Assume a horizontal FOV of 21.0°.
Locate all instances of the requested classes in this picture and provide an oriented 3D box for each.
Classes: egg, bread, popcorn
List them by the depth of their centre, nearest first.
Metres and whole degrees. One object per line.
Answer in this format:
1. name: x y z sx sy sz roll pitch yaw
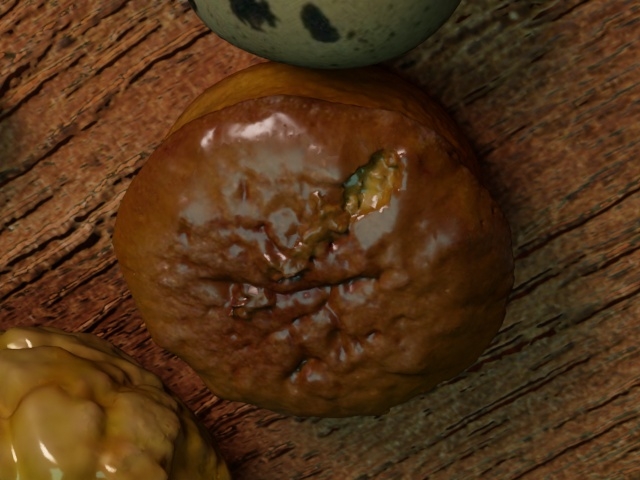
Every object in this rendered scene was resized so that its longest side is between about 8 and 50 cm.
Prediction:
1. egg: 0.002 -0.206 1.213 0.228 0.177 0.177 -12 121 29
2. bread: -0.002 -0.004 1.353 0.312 0.172 0.312 2 127 3
3. popcorn: -0.231 0.254 1.472 0.344 0.354 0.390 12 170 -24
